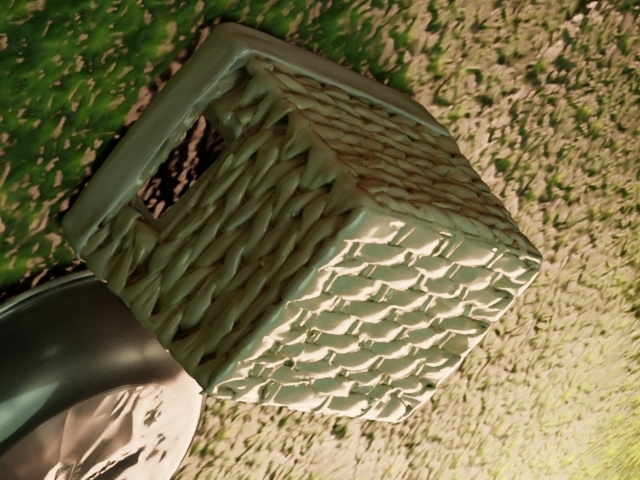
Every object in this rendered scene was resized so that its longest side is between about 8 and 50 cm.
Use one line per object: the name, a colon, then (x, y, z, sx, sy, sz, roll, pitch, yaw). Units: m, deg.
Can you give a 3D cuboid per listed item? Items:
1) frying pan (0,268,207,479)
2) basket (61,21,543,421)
frying pan: (-0.159, 0.090, 0.756, 0.326, 0.053, 0.197, 4, 126, -56)
basket: (0.000, 0.000, 0.763, 0.113, 0.103, 0.167, -50, 151, 16)
